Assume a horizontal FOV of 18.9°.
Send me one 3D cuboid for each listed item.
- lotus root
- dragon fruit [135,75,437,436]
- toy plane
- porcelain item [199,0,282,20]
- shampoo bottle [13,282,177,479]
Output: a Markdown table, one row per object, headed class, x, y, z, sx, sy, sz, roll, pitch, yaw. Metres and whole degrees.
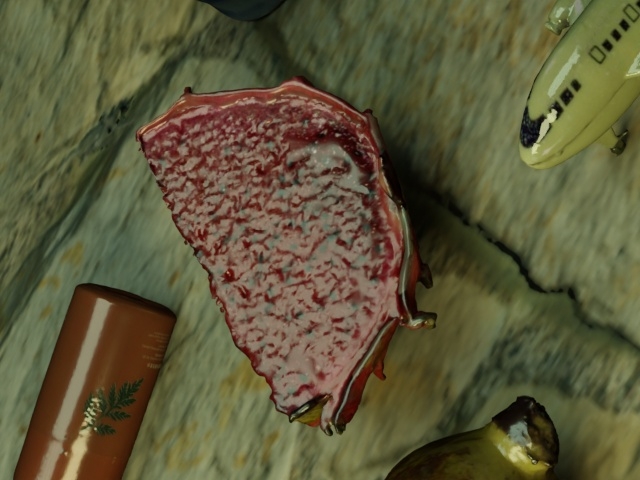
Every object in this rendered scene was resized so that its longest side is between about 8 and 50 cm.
| class | x | y | z | sx | sy | sz | roll | pitch | yaw |
| --- | --- | --- | --- | --- | --- | --- | --- | --- | --- |
| lotus root | 0.073 | 0.206 | 1.164 | 0.128 | 0.145 | 0.260 | 32 | 103 | 20 |
| dragon fruit | 0.009 | -0.001 | 1.312 | 0.161 | 0.126 | 0.274 | -37 | 64 | 16 |
| toy plane | 0.207 | -0.150 | 1.183 | 0.242 | 0.104 | 0.256 | 37 | 102 | 39 |
| porcelain item | -0.131 | -0.238 | 1.406 | 0.141 | 0.259 | 0.141 | -12 | 72 | 39 |
| shampoo bottle | -0.181 | 0.156 | 1.454 | 0.085 | 0.085 | 0.244 | 17 | 91 | 43 |
